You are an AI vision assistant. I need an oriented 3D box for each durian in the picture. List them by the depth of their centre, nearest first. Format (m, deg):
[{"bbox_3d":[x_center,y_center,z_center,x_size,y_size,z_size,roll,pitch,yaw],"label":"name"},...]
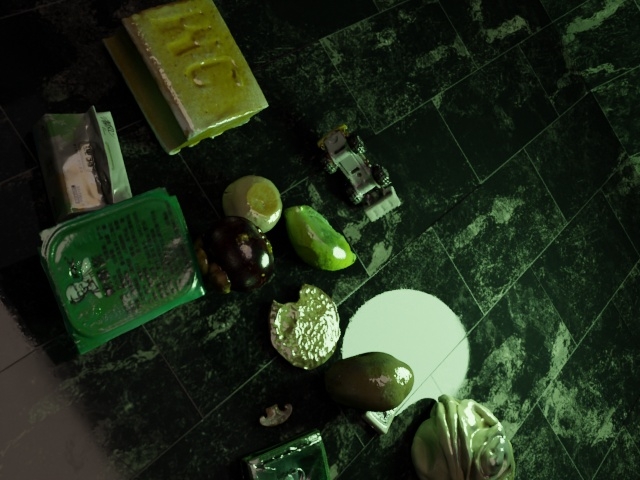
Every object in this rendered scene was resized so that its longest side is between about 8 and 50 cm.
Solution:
[{"bbox_3d":[0.000,0.000,2.001,0.250,0.101,0.139,42,52,-19],"label":"durian"}]

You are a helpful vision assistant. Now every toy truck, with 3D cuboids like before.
[{"bbox_3d":[0.109,-0.197,2.149,0.286,0.136,0.111,52,19,-17],"label":"toy truck"}]

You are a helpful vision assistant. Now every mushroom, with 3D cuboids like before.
[{"bbox_3d":[-0.107,0.419,1.811,0.101,0.019,0.049,-19,85,-42],"label":"mushroom"}]

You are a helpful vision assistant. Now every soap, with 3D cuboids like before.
[{"bbox_3d":[-0.329,-0.414,1.869,0.293,0.156,0.335,-30,94,-46],"label":"soap"}]

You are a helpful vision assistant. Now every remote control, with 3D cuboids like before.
[{"bbox_3d":[0.178,0.420,2.030,0.087,0.029,0.190,46,51,-16],"label":"remote control"}]

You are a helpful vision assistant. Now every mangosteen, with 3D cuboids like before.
[{"bbox_3d":[-0.220,0.045,1.778,0.217,0.192,0.192,-29,92,-3],"label":"mangosteen"}]

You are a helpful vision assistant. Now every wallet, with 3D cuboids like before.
[{"bbox_3d":[-0.072,0.551,1.771,0.236,0.055,0.160,-10,87,-41],"label":"wallet"}]

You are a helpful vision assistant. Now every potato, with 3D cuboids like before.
[{"bbox_3d":[0.124,0.358,1.913,0.235,0.178,0.160,3,47,-10],"label":"potato"}]

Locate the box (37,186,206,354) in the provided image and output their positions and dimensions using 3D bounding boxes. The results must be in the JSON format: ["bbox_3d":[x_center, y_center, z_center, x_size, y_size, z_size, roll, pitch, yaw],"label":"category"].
[{"bbox_3d":[-0.432,0.054,1.613,0.336,0.106,0.264,-25,104,-38],"label":"box"}]

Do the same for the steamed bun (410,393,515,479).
[{"bbox_3d":[0.405,0.567,2.040,0.280,0.207,0.268,44,52,-15],"label":"steamed bun"}]

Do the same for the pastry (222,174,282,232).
[{"bbox_3d":[-0.171,-0.091,1.910,0.156,0.092,0.156,15,60,-27],"label":"pastry"}]

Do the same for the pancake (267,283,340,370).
[{"bbox_3d":[-0.038,0.221,1.935,0.235,0.029,0.212,-18,86,-41],"label":"pancake"}]

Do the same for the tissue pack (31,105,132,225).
[{"bbox_3d":[-0.505,-0.165,1.634,0.159,0.145,0.229,-9,79,-39],"label":"tissue pack"}]
